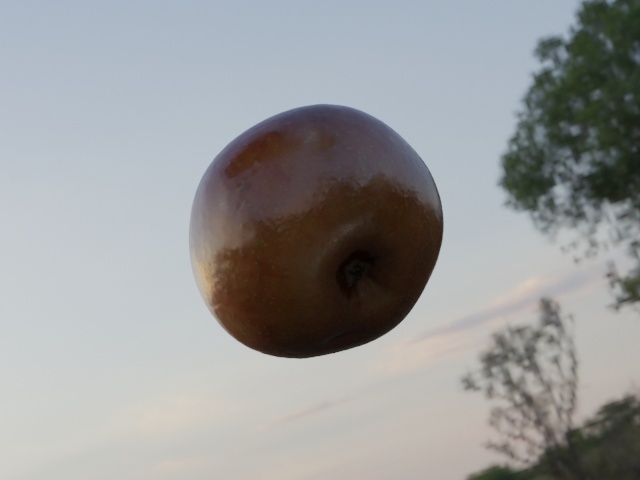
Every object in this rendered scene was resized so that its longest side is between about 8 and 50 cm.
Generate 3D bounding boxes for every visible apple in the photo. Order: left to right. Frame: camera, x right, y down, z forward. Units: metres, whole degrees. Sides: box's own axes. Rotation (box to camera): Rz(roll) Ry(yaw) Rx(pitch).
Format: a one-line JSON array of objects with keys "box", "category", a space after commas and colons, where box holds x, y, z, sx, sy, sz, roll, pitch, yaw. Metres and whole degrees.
[{"box": [0.000, 0.000, 0.998, 0.201, 0.162, 0.201, -10, -58, -16], "category": "apple"}]
